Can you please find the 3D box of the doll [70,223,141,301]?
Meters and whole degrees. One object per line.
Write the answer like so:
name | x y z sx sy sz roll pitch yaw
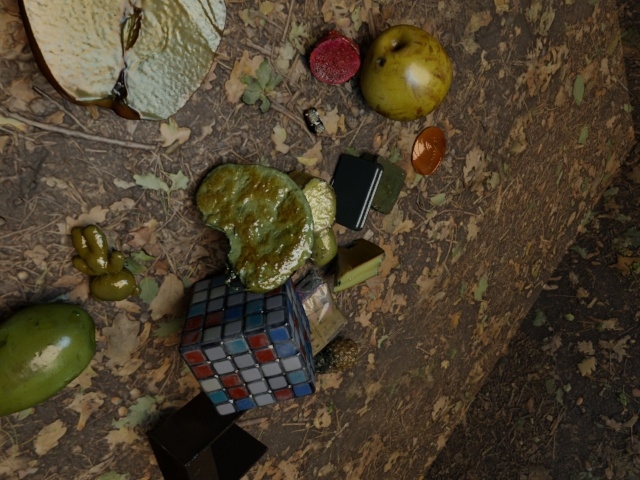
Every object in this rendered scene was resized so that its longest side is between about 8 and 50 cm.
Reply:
doll | -0.530 0.053 1.022 0.137 0.097 0.209 -9 112 7

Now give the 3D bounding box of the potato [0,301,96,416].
potato | -0.657 0.268 0.931 0.304 0.216 0.216 -43 129 -22

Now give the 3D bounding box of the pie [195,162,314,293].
pie | -0.171 -0.053 1.107 0.296 0.371 0.078 -27 169 -1

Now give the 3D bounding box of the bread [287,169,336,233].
bread | -0.043 -0.116 1.261 0.197 0.170 0.197 -6 101 -33

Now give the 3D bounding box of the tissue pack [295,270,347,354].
tissue pack | -0.026 0.269 1.472 0.215 0.123 0.256 -40 127 -15

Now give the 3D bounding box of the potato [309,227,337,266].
potato | 0.000 0.000 1.405 0.105 0.085 0.188 -15 116 -7

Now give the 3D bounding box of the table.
table | -0.341 0.631 1.303 0.282 0.196 0.250 -34 127 -43

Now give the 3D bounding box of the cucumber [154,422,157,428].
cucumber | -0.481 0.668 1.334 0.056 0.056 0.250 -27 126 -26

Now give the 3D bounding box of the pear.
pear | 0.256 -0.502 1.263 0.281 0.281 0.280 -15 117 -32

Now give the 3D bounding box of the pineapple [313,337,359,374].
pineapple | 0.024 0.455 1.599 0.248 0.128 0.128 -7 113 -28

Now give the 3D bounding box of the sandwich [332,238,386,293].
sandwich | 0.109 0.094 1.491 0.236 0.128 0.122 -20 126 -37

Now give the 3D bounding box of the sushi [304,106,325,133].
sushi | -0.022 -0.364 1.268 0.046 0.044 0.083 -29 125 2

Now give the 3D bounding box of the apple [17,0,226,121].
apple | -0.379 -0.425 0.804 0.329 0.295 0.364 18 103 -4

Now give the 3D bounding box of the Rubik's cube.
Rubik's cube | -0.190 0.267 1.175 0.292 0.287 0.293 -14 123 2

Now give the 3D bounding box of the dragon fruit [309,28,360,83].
dragon fruit | 0.043 -0.544 1.204 0.153 0.153 0.111 32 47 -41

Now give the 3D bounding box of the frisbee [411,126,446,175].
frisbee | 0.432 -0.346 1.619 0.192 0.035 0.192 -16 119 -31

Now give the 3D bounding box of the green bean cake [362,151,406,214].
green bean cake | 0.197 -0.199 1.461 0.181 0.094 0.173 20 96 -41

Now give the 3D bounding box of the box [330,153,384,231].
box | 0.105 -0.158 1.365 0.050 0.160 0.230 5 107 -55
